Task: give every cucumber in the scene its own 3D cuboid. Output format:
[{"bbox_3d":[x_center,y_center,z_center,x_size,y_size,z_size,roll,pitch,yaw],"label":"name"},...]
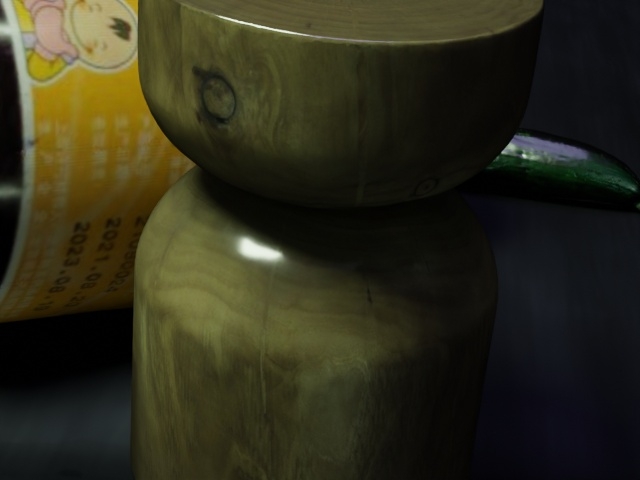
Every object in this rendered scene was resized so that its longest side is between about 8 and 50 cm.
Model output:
[{"bbox_3d":[0.110,-0.069,1.044,0.284,0.056,0.056,13,27,4],"label":"cucumber"}]

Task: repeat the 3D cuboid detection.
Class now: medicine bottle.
[{"bbox_3d":[-0.102,-0.081,0.856,0.395,0.242,0.242,-9,29,-42],"label":"medicine bottle"}]

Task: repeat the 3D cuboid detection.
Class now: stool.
[{"bbox_3d":[0.000,0.000,0.655,0.179,0.264,0.179,4,27,-2],"label":"stool"}]
